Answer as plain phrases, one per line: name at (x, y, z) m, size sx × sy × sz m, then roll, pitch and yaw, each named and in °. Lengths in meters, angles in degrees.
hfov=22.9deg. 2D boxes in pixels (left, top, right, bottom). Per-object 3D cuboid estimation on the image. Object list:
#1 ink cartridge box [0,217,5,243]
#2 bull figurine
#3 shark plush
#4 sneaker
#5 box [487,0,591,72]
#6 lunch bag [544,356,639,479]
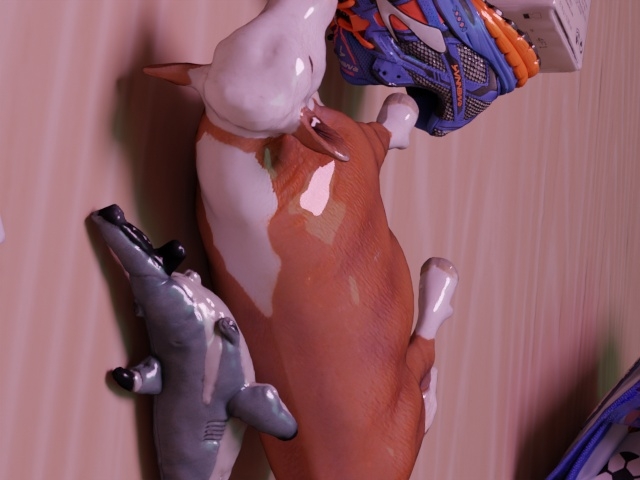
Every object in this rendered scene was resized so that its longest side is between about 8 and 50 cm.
ink cartridge box at (-0.181, -0.061, 0.423) m, size 0.154 × 0.093 × 0.212 m, roll -47°, pitch 133°, yaw -54°
bull figurine at (0.000, 0.000, 0.822) m, size 0.188 × 0.101 × 0.310 m, roll -52°, pitch 139°, yaw -58°
shark plush at (-0.066, 0.057, 0.743) m, size 0.067 × 0.073 × 0.161 m, roll -34°, pitch 135°, yaw -24°
sneaker at (0.035, -0.129, 0.882) m, size 0.221 × 0.083 × 0.087 m, roll 37°, pitch 95°, yaw -35°
box at (0.140, -0.257, 1.108) m, size 0.094 × 0.113 × 0.275 m, roll 48°, pitch 50°, yaw -58°
lunch bag at (0.324, 0.252, 1.416) m, size 0.328 × 0.239 × 0.385 m, roll -29°, pitch 125°, yaw -61°
